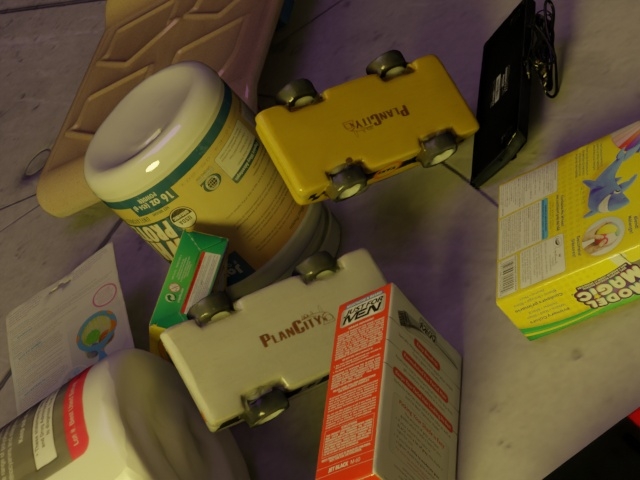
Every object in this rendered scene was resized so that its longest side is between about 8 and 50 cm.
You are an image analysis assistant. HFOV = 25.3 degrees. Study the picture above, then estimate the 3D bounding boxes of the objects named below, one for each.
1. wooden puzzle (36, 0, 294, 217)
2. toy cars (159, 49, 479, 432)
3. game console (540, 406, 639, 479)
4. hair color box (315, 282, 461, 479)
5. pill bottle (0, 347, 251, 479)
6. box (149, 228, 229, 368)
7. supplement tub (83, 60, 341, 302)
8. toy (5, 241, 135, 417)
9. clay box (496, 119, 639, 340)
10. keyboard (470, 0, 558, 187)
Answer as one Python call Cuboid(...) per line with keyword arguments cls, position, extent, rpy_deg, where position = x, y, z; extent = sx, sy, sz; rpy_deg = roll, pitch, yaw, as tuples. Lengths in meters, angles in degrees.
Cuboid(cls="wooden puzzle", position=(-0.154, -0.197, 1.621), extent=(0.322, 0.080, 0.348), rpy_deg=(-22, 42, 33))
Cuboid(cls="toy cars", position=(0.000, 0.000, 1.136), extent=(0.087, 0.176, 0.393), rpy_deg=(125, 168, -57))
Cuboid(cls="game console", position=(0.256, 0.187, 0.685), extent=(0.342, 0.060, 0.386), rpy_deg=(-35, 31, -5))
Cuboid(cls="hair color box", position=(0.049, 0.123, 0.976), extent=(0.053, 0.093, 0.167), rpy_deg=(-24, 36, 30))
Cuboid(cls="pill bottle", position=(-0.220, 0.233, 1.079), extent=(0.318, 0.176, 0.176), rpy_deg=(-34, 32, 16))
Cuboid(cls="box", position=(-0.109, 0.088, 1.175), extent=(0.043, 0.179, 0.105), rpy_deg=(14, 51, 3))
Cuboid(cls="supplement tub", position=(-0.089, -0.040, 1.228), extent=(0.144, 0.199, 0.144), rpy_deg=(-30, 33, 23))
Cuboid(cls="toy", position=(-0.219, 0.122, 1.328), extent=(0.137, 0.056, 0.237), rpy_deg=(-33, 37, 11))
Cuboid(cls="clay box", position=(0.228, -0.026, 0.984), extent=(0.222, 0.053, 0.127), rpy_deg=(-24, 36, 28))
Cuboid(cls="keyboard", position=(0.171, -0.129, 1.208), extent=(0.100, 0.038, 0.192), rpy_deg=(-48, 23, 43))
